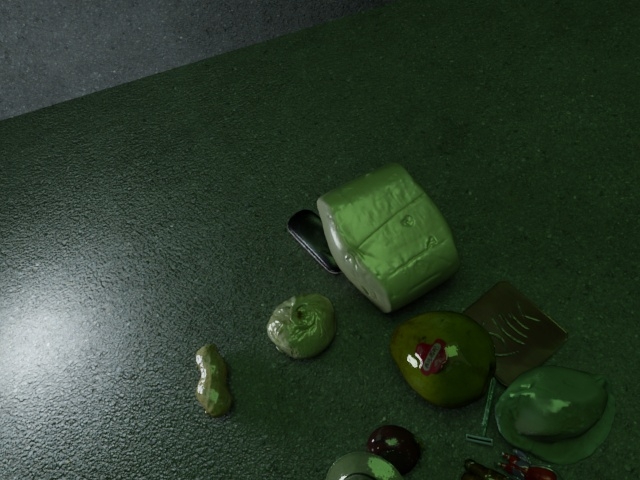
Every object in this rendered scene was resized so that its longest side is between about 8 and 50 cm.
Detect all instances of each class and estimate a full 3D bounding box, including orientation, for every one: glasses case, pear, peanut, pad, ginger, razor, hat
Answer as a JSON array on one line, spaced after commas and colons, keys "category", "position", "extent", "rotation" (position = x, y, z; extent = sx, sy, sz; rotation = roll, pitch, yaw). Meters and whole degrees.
[{"category": "glasses case", "position": [0.000, 0.000, 2.100], "extent": [0.122, 0.075, 0.314], "rotation": [-38, 62, -15]}, {"category": "pear", "position": [0.361, 0.348, 1.718], "extent": [0.375, 0.287, 0.287], "rotation": [17, 63, 46]}, {"category": "peanut", "position": [-0.363, 0.467, 1.891], "extent": [0.117, 0.101, 0.263], "rotation": [-4, 57, -13]}, {"category": "pad", "position": [0.604, 0.297, 1.823], "extent": [0.284, 0.018, 0.286], "rotation": [-36, 59, -15]}, {"category": "ginger", "position": [0.469, 0.699, 1.597], "extent": [0.162, 0.073, 0.103], "rotation": [19, 49, 35]}, {"category": "razor", "position": [0.511, 0.519, 1.718], "extent": [0.084, 0.036, 0.211], "rotation": [0, 52, 37]}, {"category": "hat", "position": [0.108, 0.731, 1.558], "extent": [0.257, 0.130, 0.257], "rotation": [0, 89, 23]}]

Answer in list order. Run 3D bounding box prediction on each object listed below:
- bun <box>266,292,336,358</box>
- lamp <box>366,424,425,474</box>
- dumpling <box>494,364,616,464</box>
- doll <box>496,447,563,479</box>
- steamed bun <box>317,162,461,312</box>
[{"category": "bun", "position": [-0.071, 0.279, 1.913], "extent": [0.244, 0.153, 0.243], "rotation": [-7, 55, 11]}, {"category": "lamp", "position": [0.215, 0.614, 1.667], "extent": [0.157, 0.156, 0.135], "rotation": [30, 23, -4]}, {"category": "dumpling", "position": [0.671, 0.481, 1.601], "extent": [0.321, 0.212, 0.269], "rotation": [1, 62, 23]}, {"category": "doll", "position": [0.611, 0.669, 1.579], "extent": [0.228, 0.075, 0.102], "rotation": [19, 80, 32]}, {"category": "steamed bun", "position": [0.218, -0.002, 1.917], "extent": [0.371, 0.290, 0.455], "rotation": [-29, 79, -8]}]
